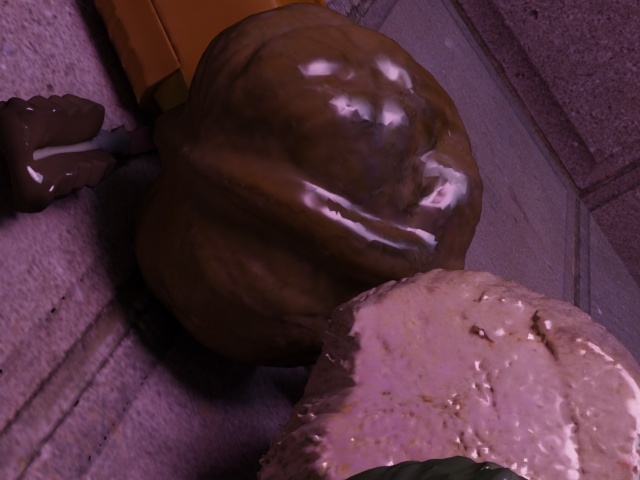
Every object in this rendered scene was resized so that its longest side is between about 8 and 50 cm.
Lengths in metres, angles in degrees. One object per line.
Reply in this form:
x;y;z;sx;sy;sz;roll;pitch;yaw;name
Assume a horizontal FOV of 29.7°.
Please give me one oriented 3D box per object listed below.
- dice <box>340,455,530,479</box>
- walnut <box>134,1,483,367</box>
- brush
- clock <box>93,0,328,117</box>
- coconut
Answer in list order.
0.030;0.320;0.597;0.322;0.318;0.330;57;23;-8;dice
-0.009;-0.039;1.003;0.277;0.282;0.253;16;40;-45;walnut
-0.189;-0.078;0.989;0.301;0.071;0.084;-36;111;-76;brush
-0.074;-0.205;1.230;0.244;0.200;0.317;68;16;14;clock
0.094;0.199;0.896;0.309;0.298;0.297;89;-13;-58;coconut
